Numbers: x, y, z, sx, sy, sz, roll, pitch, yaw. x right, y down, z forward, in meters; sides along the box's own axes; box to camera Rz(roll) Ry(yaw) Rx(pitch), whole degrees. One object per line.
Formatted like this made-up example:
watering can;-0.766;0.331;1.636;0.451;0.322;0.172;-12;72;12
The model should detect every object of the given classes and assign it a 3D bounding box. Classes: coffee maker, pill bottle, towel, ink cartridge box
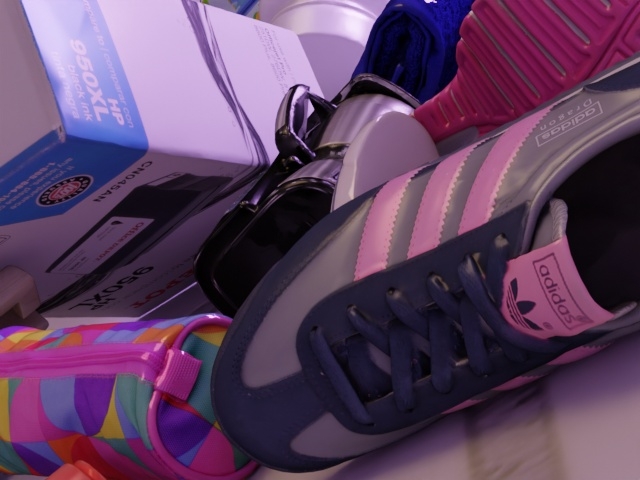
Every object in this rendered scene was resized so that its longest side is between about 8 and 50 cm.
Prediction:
coffee maker;0.000;0.000;0.979;0.178;0.120;0.171;-55;-14;-58
pill bottle;0.019;-0.286;1.626;0.160;0.160;0.283;-27;44;41
towel;0.094;-0.156;1.209;0.308;0.076;0.227;-54;-4;-48
ink cartridge box;-0.199;-0.065;1.228;0.285;0.166;0.395;-31;-17;27

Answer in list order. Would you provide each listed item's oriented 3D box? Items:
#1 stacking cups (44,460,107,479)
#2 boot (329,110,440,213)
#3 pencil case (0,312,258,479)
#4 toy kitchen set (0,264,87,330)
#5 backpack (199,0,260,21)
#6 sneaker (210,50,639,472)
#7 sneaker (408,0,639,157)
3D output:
stacking cups;-0.222;0.235;0.758;0.316;0.096;0.096;-39;11;-20
boot;0.012;0.018;0.826;0.086;0.069;0.190;-31;35;44
pencil case;-0.128;0.095;0.889;0.236;0.104;0.104;-7;30;46
toy kitchen set;-0.220;0.145;1.155;0.122;0.166;0.207;-42;-24;-24
backpack;0.016;-0.344;1.907;0.355;0.273;0.290;-51;-12;4
sneaker;0.073;0.015;0.655;0.319;0.112;0.131;-35;9;17
sneaker;0.133;-0.090;0.831;0.111;0.103;0.252;-29;-5;-24
